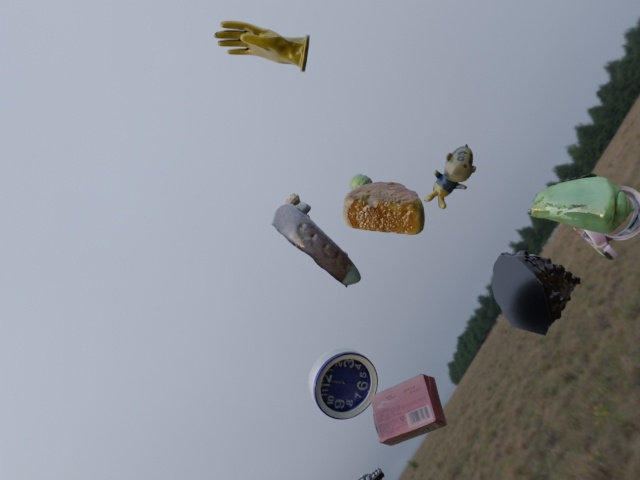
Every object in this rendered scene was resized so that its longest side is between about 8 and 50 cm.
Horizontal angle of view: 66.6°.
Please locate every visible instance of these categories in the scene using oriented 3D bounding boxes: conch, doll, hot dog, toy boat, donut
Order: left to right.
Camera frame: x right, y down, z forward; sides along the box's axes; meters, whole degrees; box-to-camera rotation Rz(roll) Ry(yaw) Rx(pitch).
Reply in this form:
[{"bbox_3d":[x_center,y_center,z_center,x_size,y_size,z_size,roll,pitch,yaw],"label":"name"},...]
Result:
[{"bbox_3d":[-0.118,-0.121,2.168,0.108,0.065,0.165,-47,-39,-20],"label":"donut"},{"bbox_3d":[0.000,0.000,1.043,0.085,0.227,0.155,-49,6,3],"label":"toy boat"},{"bbox_3d":[0.106,0.778,1.481,0.219,0.067,0.091,-37,-6,-10],"label":"doll"},{"bbox_3d":[0.207,-0.103,1.545,0.153,0.257,0.150,-54,-34,-58],"label":"hot dog"},{"bbox_3d":[0.346,-0.169,1.282,0.179,0.102,0.089,-65,12,6],"label":"doll"},{"bbox_3d":[0.742,-0.111,1.381,0.137,0.251,0.143,-34,-43,-42],"label":"conch"}]

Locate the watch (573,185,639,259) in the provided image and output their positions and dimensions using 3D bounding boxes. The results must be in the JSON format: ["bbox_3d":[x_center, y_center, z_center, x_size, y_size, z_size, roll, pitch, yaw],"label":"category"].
[{"bbox_3d":[1.076,-0.076,1.803,0.231,0.244,0.196,-43,-5,10],"label":"watch"}]

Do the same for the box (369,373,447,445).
[{"bbox_3d":[0.189,0.373,1.073,0.156,0.111,0.060,-30,-41,23],"label":"box"}]

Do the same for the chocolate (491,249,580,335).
[{"bbox_3d":[0.578,0.109,1.262,0.177,0.206,0.224,-17,3,-14],"label":"chocolate"}]

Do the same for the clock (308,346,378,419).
[{"bbox_3d":[0.076,0.479,1.645,0.230,0.231,0.083,-57,19,-4],"label":"clock"}]

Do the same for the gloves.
[{"bbox_3d":[-0.188,-0.616,1.546,0.133,0.295,0.116,109,166,-57],"label":"gloves"}]

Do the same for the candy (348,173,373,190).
[{"bbox_3d":[0.259,-0.152,1.923,0.092,0.336,0.093,-51,-7,-37],"label":"candy"}]
